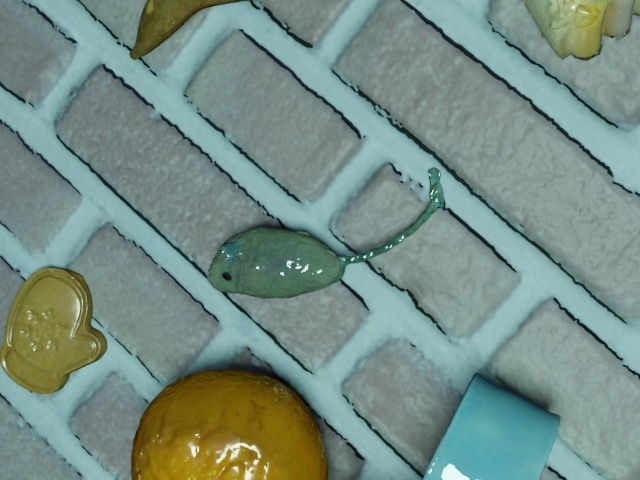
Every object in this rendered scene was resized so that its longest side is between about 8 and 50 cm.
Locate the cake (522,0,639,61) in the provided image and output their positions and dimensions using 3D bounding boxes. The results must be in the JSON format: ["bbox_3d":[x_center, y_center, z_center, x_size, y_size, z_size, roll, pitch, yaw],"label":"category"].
[{"bbox_3d":[0.278,-0.262,0.853,0.225,0.090,0.109,-34,67,12],"label":"cake"}]

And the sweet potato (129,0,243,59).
[{"bbox_3d":[-0.087,-0.260,0.968,0.281,0.067,0.059,-20,81,16],"label":"sweet potato"}]

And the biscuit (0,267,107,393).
[{"bbox_3d":[-0.287,0.101,1.066,0.118,0.023,0.140,17,97,14],"label":"biscuit"}]

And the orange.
[{"bbox_3d":[-0.086,0.214,0.951,0.193,0.161,0.193,4,107,12],"label":"orange"}]

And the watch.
[{"bbox_3d":[0.134,0.225,0.892,0.211,0.211,0.193,26,85,12],"label":"watch"}]

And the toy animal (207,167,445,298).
[{"bbox_3d":[0.005,0.007,0.963,0.252,0.070,0.079,-16,105,12],"label":"toy animal"}]
